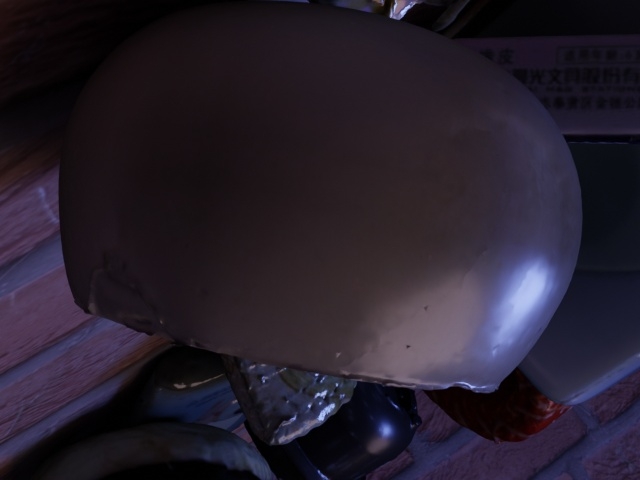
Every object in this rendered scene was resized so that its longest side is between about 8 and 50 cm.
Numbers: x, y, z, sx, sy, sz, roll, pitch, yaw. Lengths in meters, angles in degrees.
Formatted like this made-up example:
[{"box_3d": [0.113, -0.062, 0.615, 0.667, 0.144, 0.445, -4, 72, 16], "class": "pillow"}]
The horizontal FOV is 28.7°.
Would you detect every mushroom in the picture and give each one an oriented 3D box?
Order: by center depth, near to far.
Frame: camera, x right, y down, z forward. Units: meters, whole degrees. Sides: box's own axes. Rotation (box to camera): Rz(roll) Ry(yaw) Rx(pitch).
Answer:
[{"box_3d": [-0.226, 0.312, 1.590, 0.344, 0.130, 0.247, -12, 159, 12], "class": "mushroom"}]

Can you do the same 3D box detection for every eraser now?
[{"box_3d": [0.199, -0.123, 1.039, 0.287, 0.086, 0.130, 3, -175, 26], "class": "eraser"}]

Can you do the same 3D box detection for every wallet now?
[{"box_3d": [-0.160, 0.212, 1.686, 0.252, 0.083, 0.360, -22, 162, -33], "class": "wallet"}]

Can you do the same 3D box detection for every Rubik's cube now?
[{"box_3d": [0.309, -0.075, 1.267, 0.347, 0.351, 0.352, -42, 168, 27], "class": "Rubik's cube"}]

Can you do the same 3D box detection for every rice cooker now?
[{"box_3d": [0.022, 0.268, 1.975, 0.224, 0.267, 0.267, -35, 168, 14], "class": "rice cooker"}]

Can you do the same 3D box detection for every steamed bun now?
[{"box_3d": [0.002, -0.035, 0.763, 0.324, 0.324, 0.206, 6, 95, -71], "class": "steamed bun"}]

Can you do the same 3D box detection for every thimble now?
[{"box_3d": [-0.046, 0.142, 1.475, 0.137, 0.144, 0.190, -13, -163, 30], "class": "thimble"}, {"box_3d": [0.292, 0.137, 2.012, 0.230, 0.350, 0.350, -27, 164, -35], "class": "thimble"}]

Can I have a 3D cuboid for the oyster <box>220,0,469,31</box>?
[{"box_3d": [0.050, -0.214, 0.701, 0.201, 0.107, 0.354, -11, 172, -17], "class": "oyster"}]
